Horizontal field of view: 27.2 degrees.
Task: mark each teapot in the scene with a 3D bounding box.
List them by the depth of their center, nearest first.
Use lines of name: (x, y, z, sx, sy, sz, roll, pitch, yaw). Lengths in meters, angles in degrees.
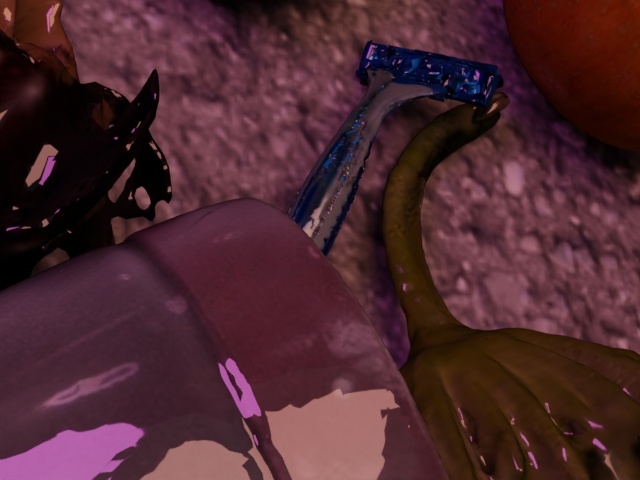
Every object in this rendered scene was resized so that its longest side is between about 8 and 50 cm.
teapot: (-0.118, 0.177, 0.528, 0.312, 0.233, 0.315, -22, 118, -18)

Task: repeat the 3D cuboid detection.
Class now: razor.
razor: (-0.002, -0.008, 0.743, 0.093, 0.056, 0.324, 16, 55, 24)

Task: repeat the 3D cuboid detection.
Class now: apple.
apple: (0.215, -0.172, 0.875, 0.210, 0.173, 0.235, 19, 71, -21)

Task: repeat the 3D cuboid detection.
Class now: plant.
plant: (0.076, 0.086, 0.765, 0.251, 0.180, 0.333, -13, 42, -21)

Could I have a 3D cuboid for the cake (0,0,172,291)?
cake: (-0.213, -0.073, 0.553, 0.321, 0.332, 0.332, 9, 65, -27)
